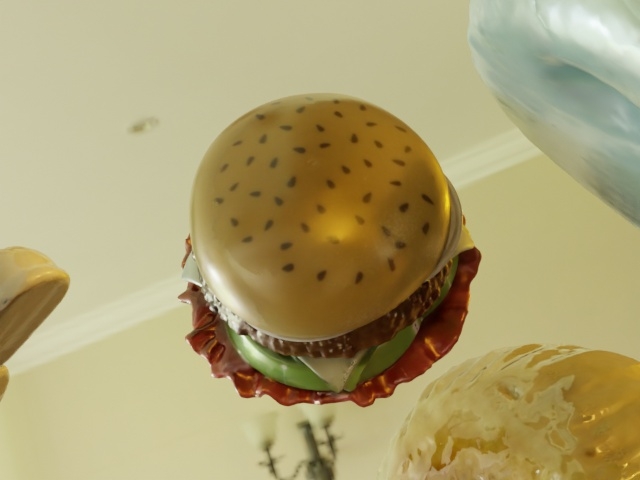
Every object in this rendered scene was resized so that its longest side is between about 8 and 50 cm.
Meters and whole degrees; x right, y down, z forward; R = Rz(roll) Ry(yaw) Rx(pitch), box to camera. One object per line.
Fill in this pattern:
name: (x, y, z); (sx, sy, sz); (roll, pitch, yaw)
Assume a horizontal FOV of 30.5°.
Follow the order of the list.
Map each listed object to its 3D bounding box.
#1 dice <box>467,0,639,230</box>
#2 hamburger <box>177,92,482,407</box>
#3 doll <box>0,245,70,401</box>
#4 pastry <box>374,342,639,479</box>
dice: (0.239, -0.116, 0.498); (0.264, 0.263, 0.268); (-54, -16, -2)
hamburger: (0.003, -0.002, 0.635); (0.175, 0.175, 0.137); (-16, -32, -7)
doll: (-0.398, -0.019, 0.984); (0.348, 0.423, 0.161); (-25, -2, 18)
pastry: (0.229, 0.278, 1.081); (0.313, 0.388, 0.388); (4, -27, -40)
